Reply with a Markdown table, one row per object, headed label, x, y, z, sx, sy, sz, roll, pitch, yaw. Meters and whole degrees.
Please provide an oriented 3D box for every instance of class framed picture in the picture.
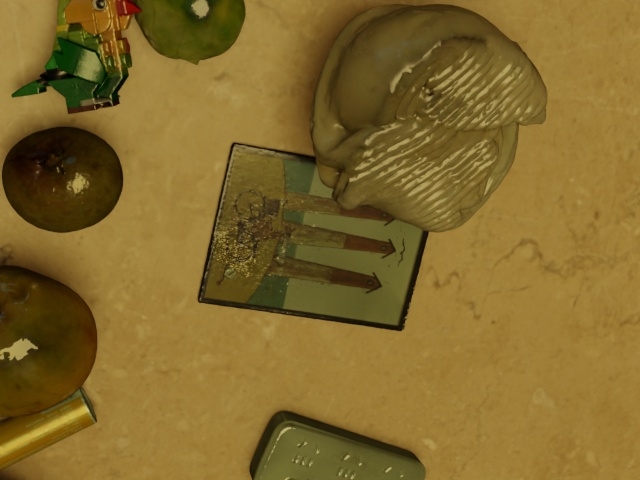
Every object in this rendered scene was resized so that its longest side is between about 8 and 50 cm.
| label | x | y | z | sx | sy | sz | roll | pitch | yaw |
| --- | --- | --- | --- | --- | --- | --- | --- | --- | --- |
| framed picture | 0.000 | 0.000 | 1.958 | 0.324 | 0.013 | 0.244 | 9 | 105 | -16 |

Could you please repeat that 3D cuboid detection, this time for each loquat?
| label | x | y | z | sx | sy | sz | roll | pitch | yaw |
| --- | --- | --- | --- | --- | --- | --- | --- | --- | --- |
| loquat | -0.406 | 0.146 | 1.812 | 0.213 | 0.213 | 0.246 | -24 | 151 | -5 |

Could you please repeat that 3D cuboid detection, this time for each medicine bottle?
| label | x | y | z | sx | sy | sz | roll | pitch | yaw |
| --- | --- | --- | --- | --- | --- | --- | --- | --- | --- |
| medicine bottle | -0.432 | 0.283 | 1.912 | 0.218 | 0.074 | 0.074 | -26 | 112 | -6 |

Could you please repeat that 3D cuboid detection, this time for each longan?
| label | x | y | z | sx | sy | sz | roll | pitch | yaw |
| --- | --- | --- | --- | --- | --- | --- | --- | --- | --- |
| longan | -0.343 | -0.085 | 1.763 | 0.155 | 0.176 | 0.145 | -31 | 74 | -3 |

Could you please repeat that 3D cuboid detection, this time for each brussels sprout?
| label | x | y | z | sx | sy | sz | roll | pitch | yaw |
| --- | --- | --- | --- | --- | --- | --- | --- | --- | --- |
| brussels sprout | -0.171 | -0.307 | 1.757 | 0.152 | 0.122 | 0.149 | 22 | 98 | -20 |

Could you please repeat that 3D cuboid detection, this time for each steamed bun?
| label | x | y | z | sx | sy | sz | roll | pitch | yaw |
| --- | --- | --- | --- | --- | --- | --- | --- | --- | --- |
| steamed bun | 0.130 | -0.194 | 1.826 | 0.324 | 0.219 | 0.309 | 8 | 122 | -42 |

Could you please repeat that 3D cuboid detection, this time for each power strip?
| label | x | y | z | sx | sy | sz | roll | pitch | yaw |
| --- | --- | --- | --- | --- | --- | --- | --- | --- | --- |
| power strip | 0.015 | 0.388 | 2.062 | 0.265 | 0.059 | 0.193 | 20 | 102 | -20 |

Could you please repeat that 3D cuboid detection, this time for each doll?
| label | x | y | z | sx | sy | sz | roll | pitch | yaw |
| --- | --- | --- | --- | --- | --- | --- | --- | --- | --- |
| doll | -0.312 | -0.254 | 1.750 | 0.134 | 0.106 | 0.186 | 21 | 102 | 2 |
